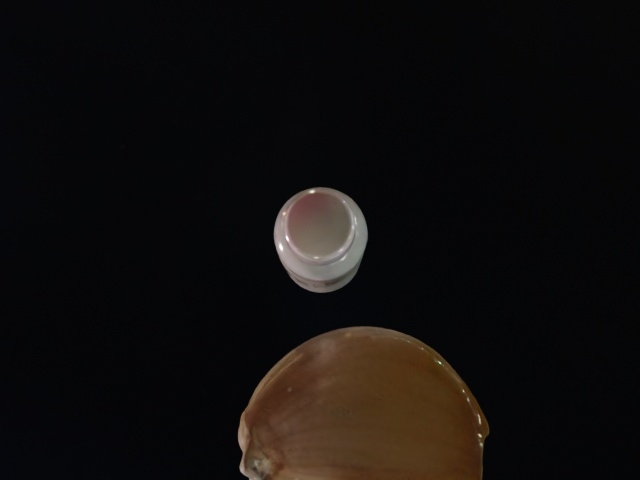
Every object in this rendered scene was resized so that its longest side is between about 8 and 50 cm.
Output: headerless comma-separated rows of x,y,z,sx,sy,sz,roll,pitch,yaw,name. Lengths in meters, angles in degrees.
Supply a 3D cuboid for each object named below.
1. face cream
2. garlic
0.000,0.000,1.082,0.082,0.269,0.082,0,-95,1,face cream
0.028,0.178,1.011,0.228,0.110,0.217,17,-113,-22,garlic
